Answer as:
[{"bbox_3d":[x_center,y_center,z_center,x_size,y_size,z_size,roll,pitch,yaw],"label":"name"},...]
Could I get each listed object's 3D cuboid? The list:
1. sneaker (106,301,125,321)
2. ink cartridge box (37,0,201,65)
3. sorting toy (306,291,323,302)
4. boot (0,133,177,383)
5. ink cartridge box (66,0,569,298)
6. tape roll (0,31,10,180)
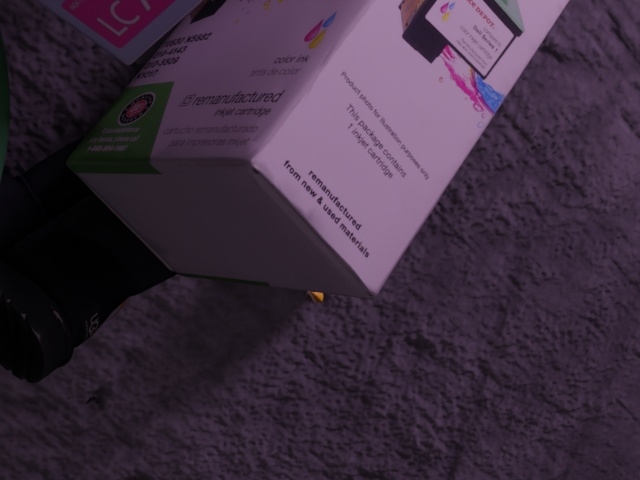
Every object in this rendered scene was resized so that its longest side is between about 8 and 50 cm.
[{"bbox_3d":[-0.274,0.048,0.959,0.263,0.099,0.121,3,126,-8],"label":"sneaker"},{"bbox_3d":[-0.162,-0.237,0.669,0.311,0.065,0.186,37,133,-24],"label":"ink cartridge box"},{"bbox_3d":[0.000,0.000,1.030,0.075,0.045,0.083,-47,121,-9],"label":"sorting toy"},{"bbox_3d":[-0.195,-0.033,0.900,0.207,0.246,0.094,-39,155,-42],"label":"boot"},{"bbox_3d":[0.009,-0.112,0.801,0.117,0.201,0.278,48,64,-30],"label":"ink cartridge box"},{"bbox_3d":[-0.342,-0.085,0.771,0.321,0.077,0.321,3,100,14],"label":"tape roll"}]
